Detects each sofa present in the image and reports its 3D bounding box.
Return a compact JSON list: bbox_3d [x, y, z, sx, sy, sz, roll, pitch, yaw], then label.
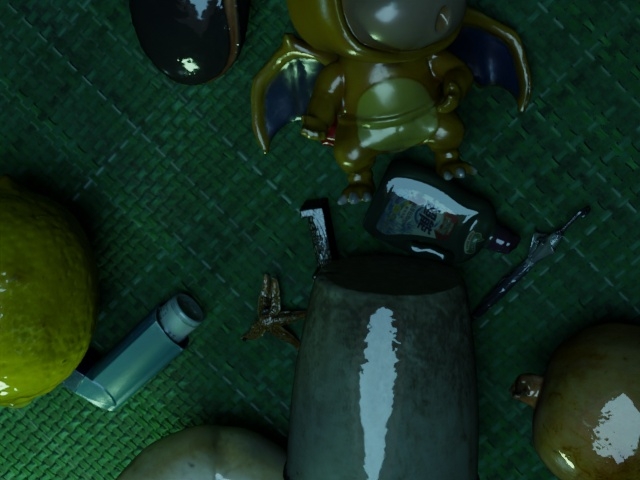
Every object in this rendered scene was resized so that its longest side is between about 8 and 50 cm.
[{"bbox_3d":[0.000,0.000,1.915,0.039,0.060,0.118,-9,106,11],"label":"sofa"}]

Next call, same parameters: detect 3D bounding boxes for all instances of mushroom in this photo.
[{"bbox_3d":[-0.185,0.471,1.980,0.325,0.353,0.353,13,112,29],"label":"mushroom"}]

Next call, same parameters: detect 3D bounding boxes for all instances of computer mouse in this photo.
[{"bbox_3d":[-0.182,-0.376,1.780,0.183,0.116,0.323,14,110,24],"label":"computer mouse"}]

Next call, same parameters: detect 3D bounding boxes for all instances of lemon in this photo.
[{"bbox_3d":[-0.489,0.080,1.920,0.336,0.336,0.336,4,109,11],"label":"lemon"}]

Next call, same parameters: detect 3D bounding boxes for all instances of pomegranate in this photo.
[{"bbox_3d":[0.407,0.242,1.819,0.270,0.229,0.252,23,111,10],"label":"pomegranate"}]

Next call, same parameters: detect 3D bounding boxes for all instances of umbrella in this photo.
[{"bbox_3d":[0.295,0.039,1.874,0.269,0.044,0.044,-46,64,21],"label":"umbrella"}]

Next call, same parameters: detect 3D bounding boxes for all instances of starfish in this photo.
[{"bbox_3d":[-0.080,0.131,1.989,0.130,0.041,0.133,-37,97,22],"label":"starfish"}]

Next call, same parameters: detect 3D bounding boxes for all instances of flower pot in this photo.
[{"bbox_3d":[0.097,0.205,1.845,0.294,0.293,0.330,6,108,11],"label":"flower pot"}]

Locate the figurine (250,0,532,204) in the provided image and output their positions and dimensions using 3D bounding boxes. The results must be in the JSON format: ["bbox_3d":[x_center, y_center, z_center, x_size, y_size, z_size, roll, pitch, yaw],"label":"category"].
[{"bbox_3d":[0.053,-0.257,1.708,0.401,0.268,0.387,-7,109,20],"label":"figurine"}]

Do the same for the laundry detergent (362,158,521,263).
[{"bbox_3d":[0.181,-0.025,1.859,0.222,0.078,0.144,24,128,0],"label":"laundry detergent"}]

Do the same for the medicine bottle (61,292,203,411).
[{"bbox_3d":[-0.305,0.173,2.033,0.258,0.079,0.124,-39,96,21],"label":"medicine bottle"}]
